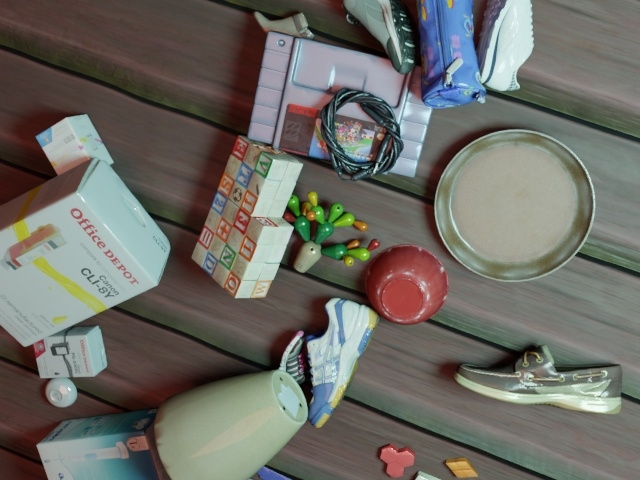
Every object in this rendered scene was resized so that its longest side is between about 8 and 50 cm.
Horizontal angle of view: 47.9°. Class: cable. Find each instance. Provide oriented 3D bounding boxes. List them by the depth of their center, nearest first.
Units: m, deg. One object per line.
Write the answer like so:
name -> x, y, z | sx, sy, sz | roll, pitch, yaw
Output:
cable -> 0.080, -0.212, 1.415 | 0.151, 0.047, 0.184 | -15, 103, 9

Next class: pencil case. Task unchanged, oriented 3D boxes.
pencil case -> 0.235, -0.397, 1.338 | 0.120, 0.133, 0.305 | -5, 90, 14

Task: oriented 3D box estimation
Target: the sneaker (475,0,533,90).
sneaker -> 0.363, -0.404, 1.371 | 0.095, 0.090, 0.235 | 11, 107, -10

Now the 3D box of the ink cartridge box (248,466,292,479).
ink cartridge box -> -0.205, 0.687, 1.765 | 0.304, 0.072, 0.307 | 23, 109, 6

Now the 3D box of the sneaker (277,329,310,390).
sneaker -> -0.051, 0.282, 1.633 | 0.075, 0.063, 0.170 | 21, 112, 6

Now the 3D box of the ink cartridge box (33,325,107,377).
ink cartridge box -> -0.606, 0.270, 1.744 | 0.151, 0.063, 0.109 | -5, 103, 13

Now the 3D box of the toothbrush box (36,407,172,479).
toothbrush box -> -0.507, 0.547, 1.760 | 0.296, 0.126, 0.216 | -12, 102, 14

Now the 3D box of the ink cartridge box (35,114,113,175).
ink cartridge box -> -0.539, -0.193, 1.599 | 0.092, 0.090, 0.143 | -25, 99, 17

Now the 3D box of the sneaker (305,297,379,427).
sneaker -> 0.018, 0.265, 1.597 | 0.131, 0.112, 0.296 | 24, 98, 9

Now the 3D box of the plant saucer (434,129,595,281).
plant saucer -> 0.389, -0.071, 1.458 | 0.311, 0.050, 0.310 | 3, 105, 12

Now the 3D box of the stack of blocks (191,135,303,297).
stack of blocks -> -0.145, -0.048, 1.513 | 0.171, 0.087, 0.297 | 36, 111, 37

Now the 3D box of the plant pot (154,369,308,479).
plant pot -> -0.172, 0.401, 1.581 | 0.274, 0.256, 0.256 | -31, 96, 19

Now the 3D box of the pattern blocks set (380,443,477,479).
pattern blocks set -> 0.273, 0.624, 1.669 | 0.325, 0.026, 0.285 | 13, 106, 8

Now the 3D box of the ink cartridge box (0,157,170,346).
ink cartridge box -> -0.572, 0.031, 1.581 | 0.385, 0.160, 0.279 | -24, 121, 16

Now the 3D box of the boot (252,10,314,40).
boot -> -0.072, -0.436, 1.469 | 0.087, 0.042, 0.118 | -32, 99, 13

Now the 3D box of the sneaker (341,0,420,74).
sneaker -> 0.107, -0.437, 1.393 | 0.108, 0.100, 0.271 | -29, 79, 30

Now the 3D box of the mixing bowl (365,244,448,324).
mixing bowl -> 0.179, 0.108, 1.522 | 0.182, 0.098, 0.181 | 3, 105, 10

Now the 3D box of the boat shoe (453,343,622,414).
boat shoe -> 0.454, 0.276, 1.505 | 0.342, 0.123, 0.123 | 7, 91, 10

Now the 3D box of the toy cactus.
toy cactus -> 0.000, 0.000, 1.539 | 0.219, 0.112, 0.180 | 31, 118, -6

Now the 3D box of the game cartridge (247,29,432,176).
game cartridge -> 0.045, -0.270, 1.455 | 0.355, 0.068, 0.230 | 13, 102, 1

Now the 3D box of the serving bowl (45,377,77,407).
serving bowl -> -0.653, 0.382, 1.801 | 0.084, 0.027, 0.083 | 3, 105, 11
